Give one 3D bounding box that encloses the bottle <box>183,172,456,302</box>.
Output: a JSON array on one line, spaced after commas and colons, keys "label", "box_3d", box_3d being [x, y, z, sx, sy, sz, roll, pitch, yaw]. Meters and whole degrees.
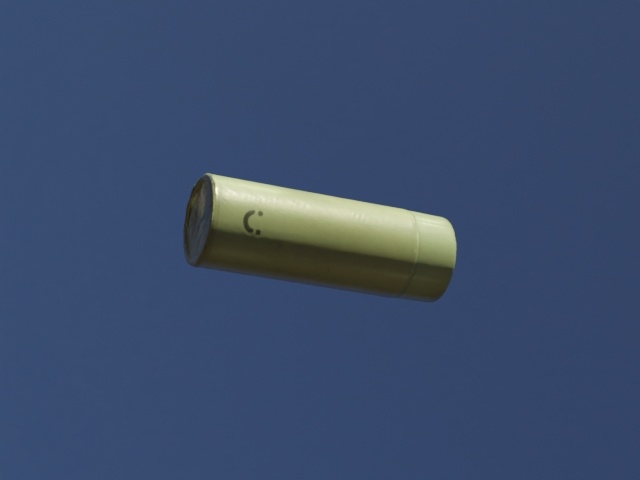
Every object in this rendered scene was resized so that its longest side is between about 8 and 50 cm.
[{"label": "bottle", "box_3d": [0.000, 0.000, 1.438, 0.072, 0.201, 0.072, -171, -90, -69]}]
